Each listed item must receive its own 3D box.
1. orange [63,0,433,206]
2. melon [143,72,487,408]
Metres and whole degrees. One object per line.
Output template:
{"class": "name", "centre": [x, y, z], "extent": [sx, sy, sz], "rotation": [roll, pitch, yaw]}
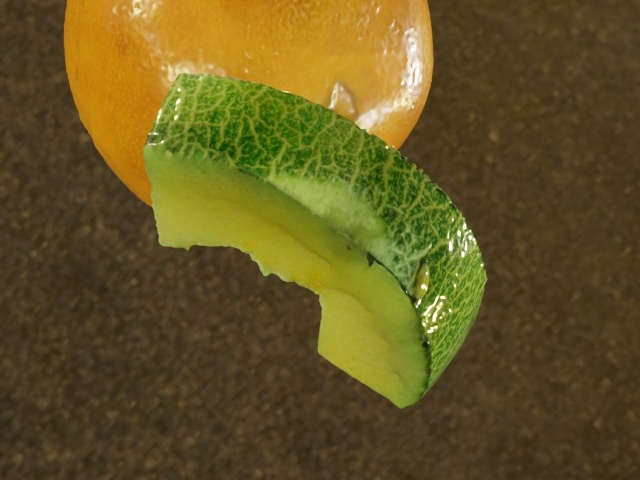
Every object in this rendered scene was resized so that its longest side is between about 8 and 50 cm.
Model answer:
{"class": "orange", "centre": [-0.049, -0.135, 1.037], "extent": [0.261, 0.261, 0.261], "rotation": [19, 49, -23]}
{"class": "melon", "centre": [0.000, 0.000, 0.748], "extent": [0.209, 0.118, 0.064], "rotation": [33, 56, -11]}
